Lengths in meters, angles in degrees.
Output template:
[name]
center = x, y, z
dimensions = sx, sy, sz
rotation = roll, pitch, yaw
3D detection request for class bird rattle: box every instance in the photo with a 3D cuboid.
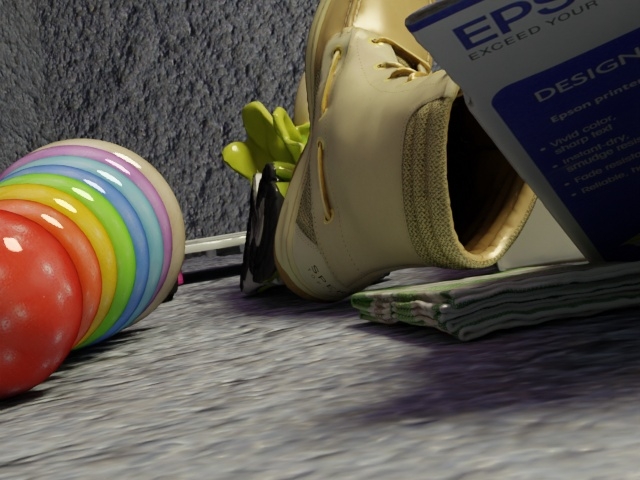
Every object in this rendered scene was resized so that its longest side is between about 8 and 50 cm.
[bird rattle]
center = 0.047, -0.094, 1.107
dimensions = 0.254, 0.206, 0.143
rotation = 19, -10, -30

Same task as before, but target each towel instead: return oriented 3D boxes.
[towel]
center = 0.087, 0.029, 0.544
dimensions = 0.113, 0.023, 0.152
rotation = -7, -1, -14

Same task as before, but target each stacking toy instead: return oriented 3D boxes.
[stacking toy]
center = -0.163, 0.018, 0.631
dimensions = 0.141, 0.141, 0.330
rotation = -9, 8, 0

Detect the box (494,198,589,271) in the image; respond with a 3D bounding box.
[box]
center = 0.181, -0.061, 0.846
dimensions = 0.127, 0.148, 0.232
rotation = -9, 1, 7

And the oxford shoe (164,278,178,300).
[oxford shoe]
center = -0.197, 0.027, 1.039
dimensions = 0.096, 0.082, 0.227
rotation = -13, 0, 13

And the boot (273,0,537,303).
[boot]
center = 0.064, -0.095, 0.696
dimensions = 0.095, 0.261, 0.203
rotation = 22, -17, -24

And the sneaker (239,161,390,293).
[sneaker]
center = 0.000, 0.000, 0.918
dimensions = 0.121, 0.111, 0.300
rotation = 7, 1, -7

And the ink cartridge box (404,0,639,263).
[ink cartridge box]
center = 0.216, -0.101, 0.441
dimensions = 0.304, 0.072, 0.307
rotation = -22, -28, 18

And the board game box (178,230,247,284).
[board game box]
center = -0.103, 0.014, 1.537
dimensions = 0.390, 0.050, 0.390
rotation = -9, 2, -16
